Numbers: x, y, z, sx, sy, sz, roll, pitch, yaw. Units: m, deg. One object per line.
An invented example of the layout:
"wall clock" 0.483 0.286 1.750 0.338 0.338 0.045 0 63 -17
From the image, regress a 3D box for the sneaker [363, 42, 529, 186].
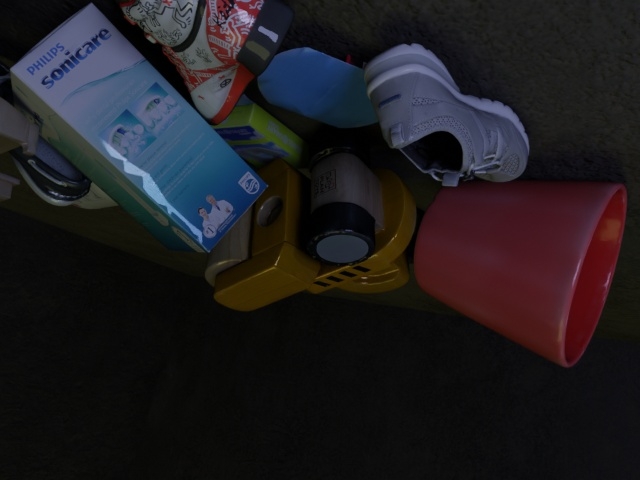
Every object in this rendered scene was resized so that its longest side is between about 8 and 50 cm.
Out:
"sneaker" 0.149 -0.106 0.608 0.281 0.115 0.105 15 156 -40

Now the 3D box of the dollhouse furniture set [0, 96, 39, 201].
"dollhouse furniture set" -0.433 -0.202 0.603 0.303 0.173 0.355 -10 161 25

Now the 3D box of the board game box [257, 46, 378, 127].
"board game box" 0.010 -0.189 0.630 0.169 0.033 0.133 15 163 -22

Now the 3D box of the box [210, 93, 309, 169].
"box" -0.104 -0.166 0.842 0.109 0.042 0.178 4 165 36

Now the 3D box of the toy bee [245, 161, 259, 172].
"toy bee" -0.189 -0.076 1.050 0.299 0.162 0.195 16 169 -11

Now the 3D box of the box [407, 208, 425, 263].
"box" 0.091 -0.031 1.069 0.207 0.108 0.153 22 164 -36

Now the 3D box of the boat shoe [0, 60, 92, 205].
"boat shoe" -0.448 -0.191 0.781 0.302 0.114 0.091 49 141 -17

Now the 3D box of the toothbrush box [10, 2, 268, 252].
"toothbrush box" -0.247 -0.124 0.710 0.295 0.126 0.216 45 160 -20

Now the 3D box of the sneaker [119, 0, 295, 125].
"sneaker" -0.135 -0.217 0.572 0.145 0.090 0.270 29 168 -18

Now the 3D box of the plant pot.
"plant pot" 0.295 0.023 0.806 0.243 0.274 0.275 18 172 36

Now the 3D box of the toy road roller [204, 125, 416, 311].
"toy road roller" 0.000 0.000 0.849 0.330 0.202 0.241 -23 140 30

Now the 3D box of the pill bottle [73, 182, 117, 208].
"pill bottle" -0.365 -0.142 0.945 0.160 0.160 0.283 25 163 -40
